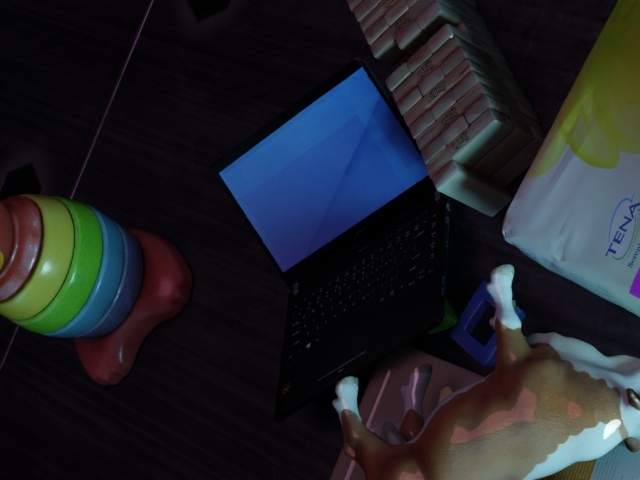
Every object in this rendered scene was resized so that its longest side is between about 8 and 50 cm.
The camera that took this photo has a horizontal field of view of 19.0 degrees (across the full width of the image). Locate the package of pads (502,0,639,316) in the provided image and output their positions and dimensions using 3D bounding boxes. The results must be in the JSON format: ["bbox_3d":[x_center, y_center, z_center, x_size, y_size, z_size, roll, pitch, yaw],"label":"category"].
[{"bbox_3d":[0.307,-0.083,1.639,0.229,0.101,0.297,30,95,47],"label":"package of pads"}]

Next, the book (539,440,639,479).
[{"bbox_3d":[0.228,0.180,1.657,0.144,0.035,0.096,10,78,46],"label":"book"}]

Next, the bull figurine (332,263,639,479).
[{"bbox_3d":[0.153,0.145,1.630,0.310,0.101,0.188,-34,56,18],"label":"bull figurine"}]

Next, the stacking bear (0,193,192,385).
[{"bbox_3d":[-0.313,0.022,2.073,0.175,0.289,0.164,-49,46,18],"label":"stacking bear"}]

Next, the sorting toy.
[{"bbox_3d":[0.094,0.202,1.772,0.196,0.047,0.348,20,87,52],"label":"sorting toy"}]

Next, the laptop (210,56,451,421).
[{"bbox_3d":[0.000,0.000,1.866,0.234,0.136,0.264,-34,34,37],"label":"laptop"}]

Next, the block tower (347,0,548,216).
[{"bbox_3d":[0.116,-0.183,1.880,0.097,0.091,0.335,-42,49,25],"label":"block tower"}]
